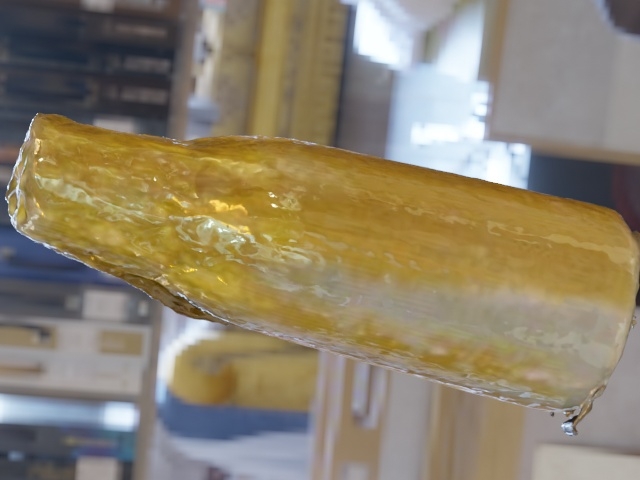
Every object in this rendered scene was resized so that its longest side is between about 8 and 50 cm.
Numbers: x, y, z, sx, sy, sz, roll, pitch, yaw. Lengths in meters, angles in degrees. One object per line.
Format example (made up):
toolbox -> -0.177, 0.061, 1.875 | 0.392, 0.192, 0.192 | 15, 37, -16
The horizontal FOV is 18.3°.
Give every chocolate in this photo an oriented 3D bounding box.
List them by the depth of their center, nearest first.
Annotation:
chocolate -> 0.000, 0.000, 0.682 | 0.085, 0.219, 0.086 | -164, 90, -71
